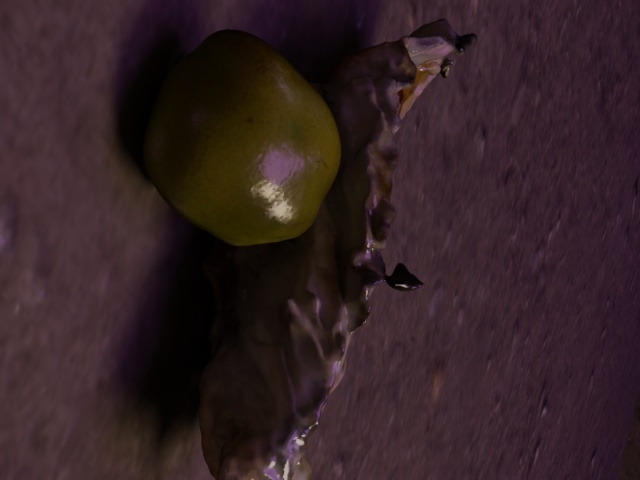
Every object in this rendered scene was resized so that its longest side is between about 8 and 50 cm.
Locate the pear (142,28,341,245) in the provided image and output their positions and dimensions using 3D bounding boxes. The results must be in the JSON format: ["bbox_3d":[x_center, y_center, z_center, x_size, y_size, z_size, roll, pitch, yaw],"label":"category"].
[{"bbox_3d":[-0.038,-0.046,0.581,0.092,0.092,0.097,17,70,-69],"label":"pear"}]

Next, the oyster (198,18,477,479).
[{"bbox_3d":[-0.002,-0.003,0.696,0.354,0.107,0.201,-72,-178,-52],"label":"oyster"}]
